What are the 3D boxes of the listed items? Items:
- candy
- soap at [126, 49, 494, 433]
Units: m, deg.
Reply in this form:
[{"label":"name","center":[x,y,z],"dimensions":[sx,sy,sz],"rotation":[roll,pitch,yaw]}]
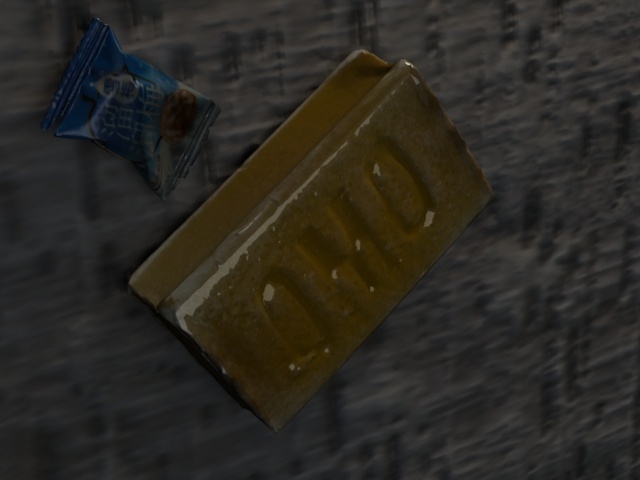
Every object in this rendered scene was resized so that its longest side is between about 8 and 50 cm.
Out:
[{"label":"candy","center":[-0.134,-0.089,0.860],"dimensions":[0.136,0.038,0.088],"rotation":[34,73,-45]},{"label":"soap","center":[0.000,0.000,0.952],"dimensions":[0.274,0.089,0.173],"rotation":[-47,126,-12]}]
